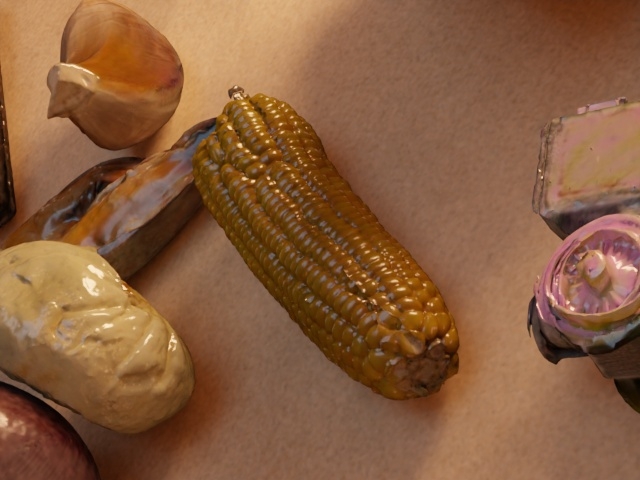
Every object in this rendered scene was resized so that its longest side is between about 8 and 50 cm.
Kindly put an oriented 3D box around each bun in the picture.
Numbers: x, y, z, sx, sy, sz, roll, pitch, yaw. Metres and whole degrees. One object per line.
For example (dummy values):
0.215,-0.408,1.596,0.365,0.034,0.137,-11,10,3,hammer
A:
-0.174,0.065,1.134,0.188,0.164,0.111,25,81,47,bun

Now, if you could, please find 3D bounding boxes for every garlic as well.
-0.183,-0.160,1.330,0.090,0.128,0.198,-36,38,27,garlic

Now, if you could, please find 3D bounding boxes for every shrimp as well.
-0.167,-0.031,1.280,0.317,0.062,0.164,-36,37,13,shrimp

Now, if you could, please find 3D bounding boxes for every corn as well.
-0.004,0.003,1.084,0.102,0.102,0.313,-44,42,7,corn

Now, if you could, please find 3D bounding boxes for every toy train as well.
0.234,-0.002,0.858,0.261,0.134,0.177,-10,55,35,toy train

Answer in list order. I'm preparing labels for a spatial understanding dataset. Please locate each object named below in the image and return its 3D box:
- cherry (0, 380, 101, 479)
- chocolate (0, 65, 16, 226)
-0.261,0.182,1.097,0.213,0.266,0.183,-17,34,47,cherry
-0.333,-0.124,1.485,0.102,0.065,0.329,-49,37,30,chocolate
